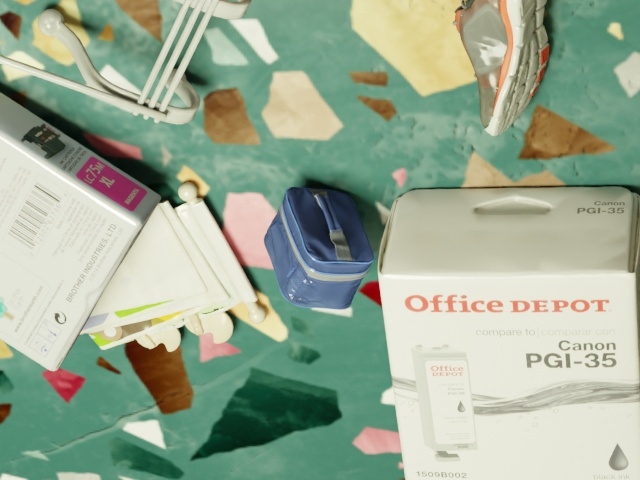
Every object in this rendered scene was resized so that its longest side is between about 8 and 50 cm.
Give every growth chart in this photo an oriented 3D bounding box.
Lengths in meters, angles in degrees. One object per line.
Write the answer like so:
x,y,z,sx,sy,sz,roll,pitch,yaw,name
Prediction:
-0.177,0.029,1.608,0.237,0.021,0.172,-8,123,17,growth chart

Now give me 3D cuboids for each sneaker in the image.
0.132,-0.155,1.402,0.065,0.061,0.158,26,130,27,sneaker

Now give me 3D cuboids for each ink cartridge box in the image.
0.165,0.105,1.529,0.207,0.117,0.283,-1,125,13,ink cartridge box
-0.307,-0.045,1.543,0.311,0.065,0.186,32,124,-5,ink cartridge box

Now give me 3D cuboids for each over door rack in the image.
-0.203,-0.228,1.360,0.324,0.108,0.239,12,130,-23,over door rack

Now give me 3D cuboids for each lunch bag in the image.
0.000,0.000,1.507,0.067,0.098,0.065,3,136,-28,lunch bag
